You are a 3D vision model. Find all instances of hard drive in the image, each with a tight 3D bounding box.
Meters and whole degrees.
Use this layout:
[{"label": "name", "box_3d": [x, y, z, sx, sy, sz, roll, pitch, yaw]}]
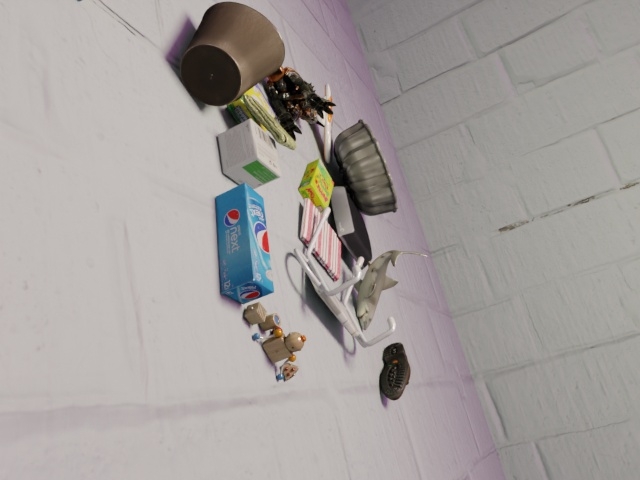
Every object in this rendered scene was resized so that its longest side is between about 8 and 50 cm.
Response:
[{"label": "hard drive", "box_3d": [0.093, -0.048, 1.626, 0.172, 0.054, 0.254, 54, 17, -34]}]

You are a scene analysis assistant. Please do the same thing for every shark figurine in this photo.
[{"label": "shark figurine", "box_3d": [0.182, 0.099, 1.478, 0.116, 0.278, 0.166, 11, 35, -23]}]

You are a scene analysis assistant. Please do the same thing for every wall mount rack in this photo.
[{"label": "wall mount rack", "box_3d": [0.059, 0.091, 1.326, 0.350, 0.130, 0.304, 55, 4, -35]}]

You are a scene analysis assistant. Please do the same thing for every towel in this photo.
[{"label": "towel", "box_3d": [-0.114, -0.262, 1.193, 0.148, 0.027, 0.110, 48, 8, 6]}, {"label": "towel", "box_3d": [0.000, 0.000, 1.416, 0.197, 0.029, 0.144, 52, 28, -37]}]

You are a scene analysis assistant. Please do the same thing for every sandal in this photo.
[{"label": "sandal", "box_3d": [0.001, -0.387, 1.755, 0.102, 0.076, 0.265, 28, 62, -83]}]

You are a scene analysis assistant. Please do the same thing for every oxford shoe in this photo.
[{"label": "oxford shoe", "box_3d": [0.222, 0.385, 1.505, 0.096, 0.083, 0.227, 67, 20, -15]}]

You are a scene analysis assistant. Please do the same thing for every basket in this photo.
[{"label": "basket", "box_3d": [-0.197, -0.390, 1.133, 0.204, 0.154, 0.227, 28, 38, -9]}]

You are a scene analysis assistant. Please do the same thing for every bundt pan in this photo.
[{"label": "bundt pan", "box_3d": [0.136, -0.225, 1.764, 0.331, 0.124, 0.331, 159, -90, -89]}]

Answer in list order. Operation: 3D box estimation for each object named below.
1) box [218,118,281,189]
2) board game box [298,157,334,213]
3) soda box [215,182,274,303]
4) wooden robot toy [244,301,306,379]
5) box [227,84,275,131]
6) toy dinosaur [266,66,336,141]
[{"label": "box", "box_3d": [-0.149, -0.178, 1.124, 0.101, 0.087, 0.102, 35, 38, -58]}, {"label": "board game box", "box_3d": [-0.009, -0.154, 1.523, 0.092, 0.043, 0.181, 59, 21, -24]}, {"label": "soda box", "box_3d": [-0.140, 0.004, 0.979, 0.067, 0.071, 0.210, 39, 34, -53]}, {"label": "wooden robot toy", "box_3d": [-0.064, 0.179, 0.984, 0.173, 0.079, 0.076, 63, 21, -15]}, {"label": "box", "box_3d": [-0.166, -0.310, 1.287, 0.105, 0.043, 0.179, 58, 24, -25]}, {"label": "toy dinosaur", "box_3d": [-0.093, -0.406, 1.493, 0.322, 0.164, 0.218, 10, 44, -46]}]
